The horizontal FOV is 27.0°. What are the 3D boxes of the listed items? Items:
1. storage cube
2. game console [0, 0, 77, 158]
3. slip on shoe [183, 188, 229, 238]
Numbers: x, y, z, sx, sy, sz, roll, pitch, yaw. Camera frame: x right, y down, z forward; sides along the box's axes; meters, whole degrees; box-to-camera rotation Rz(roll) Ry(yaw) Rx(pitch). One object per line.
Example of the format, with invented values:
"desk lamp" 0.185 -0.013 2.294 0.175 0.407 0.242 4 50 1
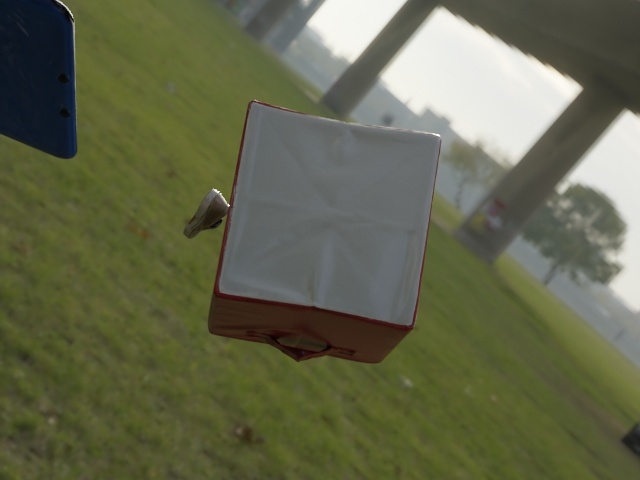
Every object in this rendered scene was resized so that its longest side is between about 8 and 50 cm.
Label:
"storage cube" 0.000 0.000 1.264 0.184 0.215 0.193 11 -15 -3
"game console" -0.369 -0.261 1.491 0.293 0.173 0.250 108 -25 -59
"slip on shoe" -0.170 -0.032 2.010 0.041 0.051 0.135 36 -34 -3
